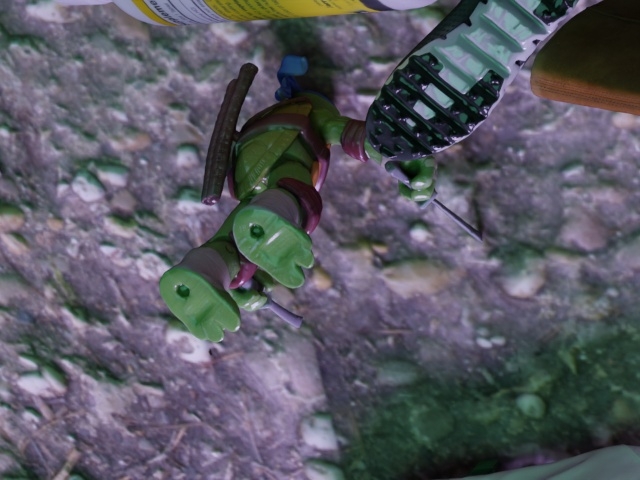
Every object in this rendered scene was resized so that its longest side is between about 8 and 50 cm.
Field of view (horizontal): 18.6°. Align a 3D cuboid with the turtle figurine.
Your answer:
[{"bbox_3d":[0.000,0.000,1.587,0.198,0.266,0.274,-2,114,22],"label":"turtle figurine"}]

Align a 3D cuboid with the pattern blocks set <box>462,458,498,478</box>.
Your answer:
[{"bbox_3d":[0.226,0.343,1.809,0.325,0.026,0.285,49,128,-4],"label":"pattern blocks set"}]

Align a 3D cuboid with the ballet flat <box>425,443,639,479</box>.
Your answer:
[{"bbox_3d":[0.140,0.278,1.721,0.400,0.139,0.139,-22,105,36],"label":"ballet flat"}]

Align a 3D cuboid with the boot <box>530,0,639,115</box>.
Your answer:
[{"bbox_3d":[0.333,-0.142,1.402,0.280,0.264,0.096,22,144,49],"label":"boot"}]

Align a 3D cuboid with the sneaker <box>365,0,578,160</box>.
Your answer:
[{"bbox_3d":[0.127,-0.155,1.519,0.078,0.106,0.234,41,111,-3],"label":"sneaker"}]

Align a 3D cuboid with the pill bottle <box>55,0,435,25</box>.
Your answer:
[{"bbox_3d":[-0.066,-0.264,1.520,0.334,0.188,0.188,0,117,29],"label":"pill bottle"}]
